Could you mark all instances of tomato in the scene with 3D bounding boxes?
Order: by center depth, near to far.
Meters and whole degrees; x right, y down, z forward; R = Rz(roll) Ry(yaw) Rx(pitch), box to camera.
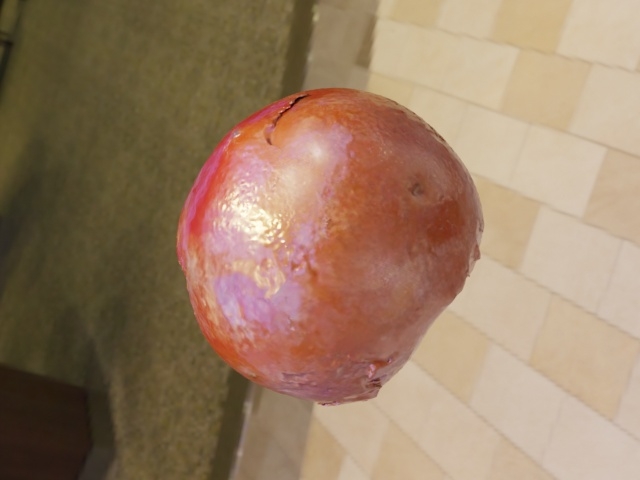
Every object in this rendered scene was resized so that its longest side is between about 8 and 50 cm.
[{"bbox_3d":[0.000,0.000,0.818,0.208,0.184,0.208,-52,-1,-1],"label":"tomato"}]
